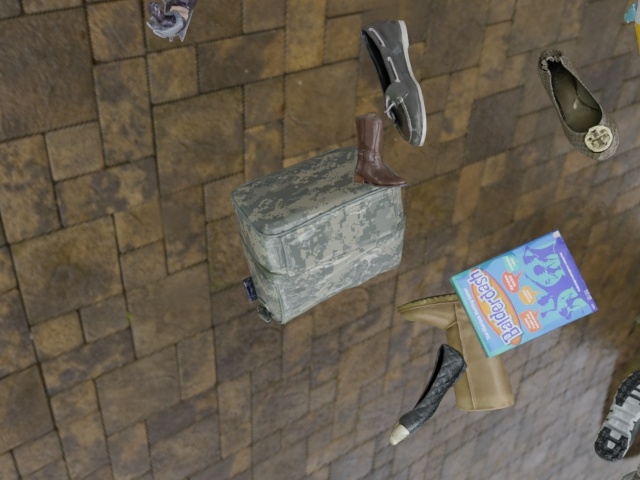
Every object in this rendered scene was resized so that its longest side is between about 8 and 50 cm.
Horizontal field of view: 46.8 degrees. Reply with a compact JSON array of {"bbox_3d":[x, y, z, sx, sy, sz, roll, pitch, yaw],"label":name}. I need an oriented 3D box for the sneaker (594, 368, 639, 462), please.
[{"bbox_3d":[0.668,0.383,1.617,0.234,0.078,0.106,-56,153,-12],"label":"sneaker"}]

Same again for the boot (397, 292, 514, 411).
[{"bbox_3d":[0.303,0.257,1.697,0.089,0.236,0.269,-5,82,-53],"label":"boot"}]

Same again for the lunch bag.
[{"bbox_3d":[0.000,0.000,1.385,0.305,0.212,0.256,-24,126,-17],"label":"lunch bag"}]

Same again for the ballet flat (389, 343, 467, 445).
[{"bbox_3d":[0.146,0.220,1.049,0.173,0.049,0.057,-46,175,-29],"label":"ballet flat"}]

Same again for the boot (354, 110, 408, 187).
[{"bbox_3d":[0.094,-0.142,1.154,0.037,0.106,0.114,-13,110,-49],"label":"boot"}]

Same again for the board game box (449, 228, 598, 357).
[{"bbox_3d":[0.360,0.096,1.323,0.210,0.160,0.047,-25,172,1],"label":"board game box"}]

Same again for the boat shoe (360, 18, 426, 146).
[{"bbox_3d":[0.155,-0.341,1.607,0.096,0.335,0.112,-4,152,-7],"label":"boat shoe"}]

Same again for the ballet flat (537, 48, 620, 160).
[{"bbox_3d":[0.462,-0.253,1.342,0.084,0.249,0.058,-28,153,20],"label":"ballet flat"}]

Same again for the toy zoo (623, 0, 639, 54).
[{"bbox_3d":[0.626,-0.335,1.248,0.030,0.293,0.192,-29,132,-6],"label":"toy zoo"}]

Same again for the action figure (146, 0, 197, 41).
[{"bbox_3d":[-0.192,-0.391,1.054,0.099,0.285,0.185,2,90,-23],"label":"action figure"}]

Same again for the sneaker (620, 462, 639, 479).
[{"bbox_3d":[0.573,0.481,1.206,0.365,0.138,0.210,76,24,-56],"label":"sneaker"}]
